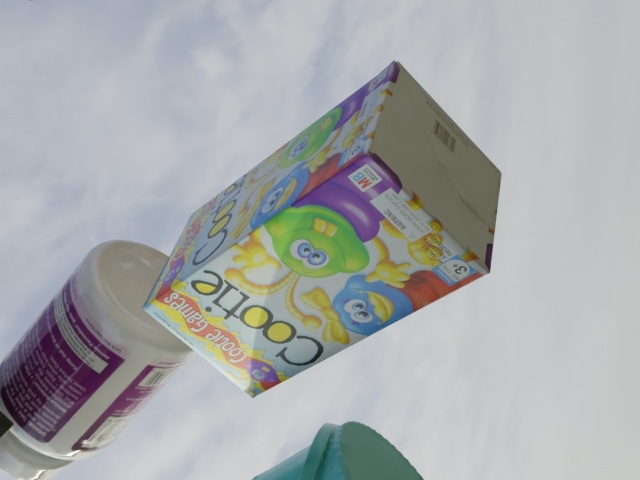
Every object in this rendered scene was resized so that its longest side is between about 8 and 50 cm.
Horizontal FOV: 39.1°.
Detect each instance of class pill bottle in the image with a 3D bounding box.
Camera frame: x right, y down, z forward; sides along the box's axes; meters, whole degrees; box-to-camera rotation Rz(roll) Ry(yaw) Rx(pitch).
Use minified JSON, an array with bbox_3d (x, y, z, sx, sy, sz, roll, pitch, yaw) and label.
[{"bbox_3d":[-0.280,0.153,1.074,0.301,0.169,0.169,-46,-11,24],"label":"pill bottle"}]

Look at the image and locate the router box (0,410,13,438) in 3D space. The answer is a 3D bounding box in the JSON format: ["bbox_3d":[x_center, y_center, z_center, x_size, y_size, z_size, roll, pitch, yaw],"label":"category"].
[{"bbox_3d":[-0.491,0.144,0.954,0.243,0.309,0.081,-38,8,49],"label":"router box"}]

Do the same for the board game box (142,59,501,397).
[{"bbox_3d":[0.000,0.000,0.784,0.144,0.275,0.142,43,-143,-20],"label":"board game box"}]

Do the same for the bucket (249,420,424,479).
[{"bbox_3d":[0.024,0.328,0.899,0.183,0.281,0.281,-38,-20,11],"label":"bucket"}]
